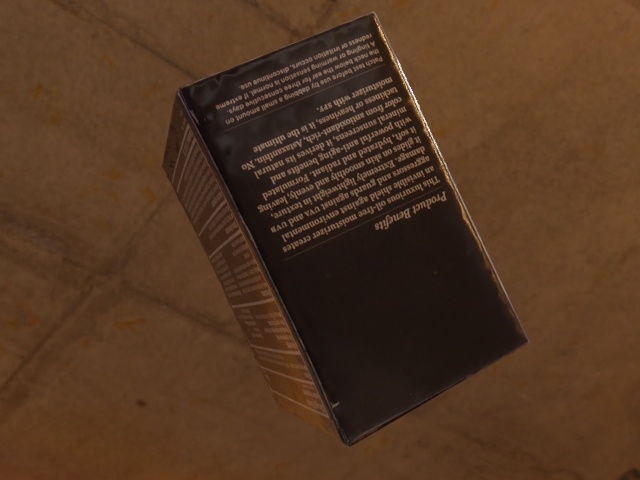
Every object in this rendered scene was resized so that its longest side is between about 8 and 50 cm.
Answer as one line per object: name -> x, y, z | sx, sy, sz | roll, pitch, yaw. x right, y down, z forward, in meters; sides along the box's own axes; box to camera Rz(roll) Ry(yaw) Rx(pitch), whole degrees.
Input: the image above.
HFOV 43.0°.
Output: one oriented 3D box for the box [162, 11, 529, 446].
box -> 0.000, 0.000, 0.749 | 0.183, 0.296, 0.294 | -25, -89, -14
